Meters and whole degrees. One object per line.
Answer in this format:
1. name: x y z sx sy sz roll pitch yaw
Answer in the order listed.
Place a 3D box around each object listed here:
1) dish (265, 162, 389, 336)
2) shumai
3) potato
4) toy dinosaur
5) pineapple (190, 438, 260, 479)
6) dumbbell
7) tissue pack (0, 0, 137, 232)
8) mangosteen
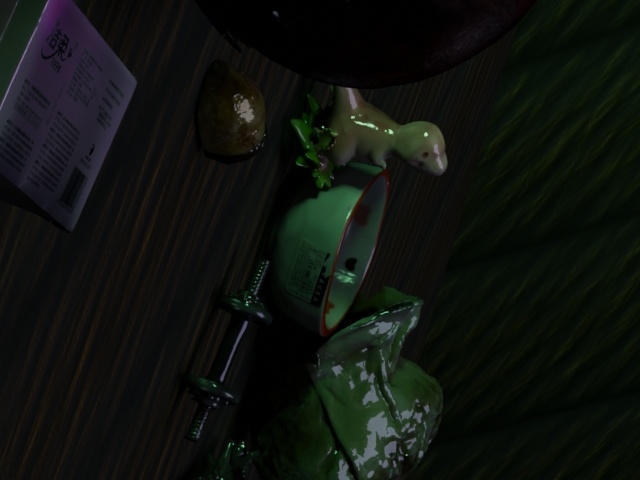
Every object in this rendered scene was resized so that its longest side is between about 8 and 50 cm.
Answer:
1. dish: 0.000 0.000 2.454 0.256 0.117 0.256 20 90 -77
2. shumai: 0.040 0.225 2.578 0.330 0.292 0.288 -51 172 -30
3. potato: -0.097 -0.148 1.953 0.103 0.066 0.096 75 33 -65
4. toy dinosaur: 0.057 -0.143 2.303 0.194 0.177 0.152 62 36 -6
5. pineapple: -0.147 0.363 2.415 0.251 0.125 0.125 -59 164 -63
6. dumbbell: -0.120 0.142 2.251 0.081 0.081 0.254 57 53 -74
7. tissue pack: -0.236 -0.113 1.355 0.246 0.092 0.149 58 54 -74
8. mangosteen: 0.033 -0.331 1.588 0.421 0.381 0.381 -116 -138 -73
